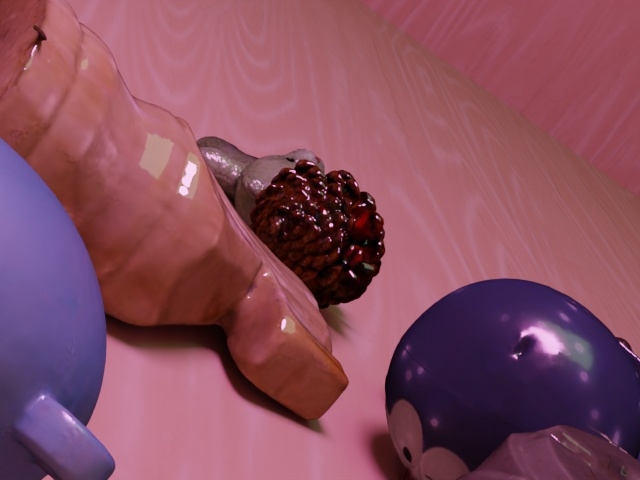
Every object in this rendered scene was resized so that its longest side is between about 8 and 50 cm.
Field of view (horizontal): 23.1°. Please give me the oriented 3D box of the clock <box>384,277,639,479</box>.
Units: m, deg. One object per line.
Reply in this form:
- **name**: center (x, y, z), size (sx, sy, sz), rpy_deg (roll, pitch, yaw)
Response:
- **clock**: center (0.132, 0.105, 0.970), size (0.199, 0.146, 0.243), rpy_deg (38, 8, 24)

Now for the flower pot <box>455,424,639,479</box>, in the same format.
- **flower pot**: center (0.114, 0.176, 0.702), size (0.235, 0.140, 0.235), rpy_deg (35, 12, -9)

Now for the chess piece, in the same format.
- **chess piece**: center (-0.093, -0.009, 0.882), size (0.301, 0.137, 0.137), rpy_deg (40, 10, -35)

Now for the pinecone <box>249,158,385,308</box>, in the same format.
- **pinecone**: center (-0.004, 0.001, 1.077), size (0.102, 0.102, 0.109), rpy_deg (42, -15, 19)

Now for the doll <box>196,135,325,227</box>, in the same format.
- **doll**: center (-0.045, -0.047, 1.178), size (0.115, 0.077, 0.150), rpy_deg (39, -1, -37)

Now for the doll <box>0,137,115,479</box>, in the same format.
- **doll**: center (-0.190, -0.001, 0.554), size (0.314, 0.141, 0.177), rpy_deg (30, -20, 25)
